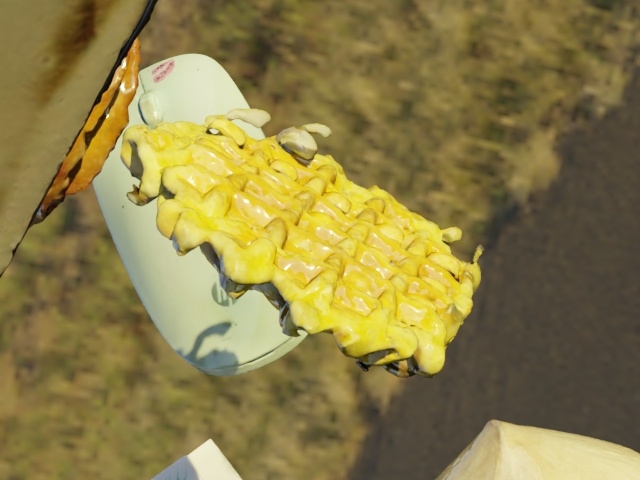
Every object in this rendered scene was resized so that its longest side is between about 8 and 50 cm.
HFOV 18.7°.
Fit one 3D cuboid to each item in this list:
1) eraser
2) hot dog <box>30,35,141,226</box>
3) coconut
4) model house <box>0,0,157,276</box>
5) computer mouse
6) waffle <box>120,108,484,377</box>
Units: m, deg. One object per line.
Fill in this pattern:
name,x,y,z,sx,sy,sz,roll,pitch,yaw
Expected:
eraser,-0.183,0.319,2.119,0.095,0.225,0.052,47,169,47
hot dog,-0.279,-0.182,1.439,0.387,0.174,0.267,51,118,17
coconut,0.221,0.318,1.941,0.329,0.329,0.329,-168,90,-71
model house,-0.255,-0.165,0.951,0.297,0.317,0.282,-45,52,19
computer mouse,-0.106,-0.023,1.686,0.288,0.159,0.097,66,-171,8
waffle,-0.002,0.003,1.246,0.060,0.280,0.262,-56,43,20
